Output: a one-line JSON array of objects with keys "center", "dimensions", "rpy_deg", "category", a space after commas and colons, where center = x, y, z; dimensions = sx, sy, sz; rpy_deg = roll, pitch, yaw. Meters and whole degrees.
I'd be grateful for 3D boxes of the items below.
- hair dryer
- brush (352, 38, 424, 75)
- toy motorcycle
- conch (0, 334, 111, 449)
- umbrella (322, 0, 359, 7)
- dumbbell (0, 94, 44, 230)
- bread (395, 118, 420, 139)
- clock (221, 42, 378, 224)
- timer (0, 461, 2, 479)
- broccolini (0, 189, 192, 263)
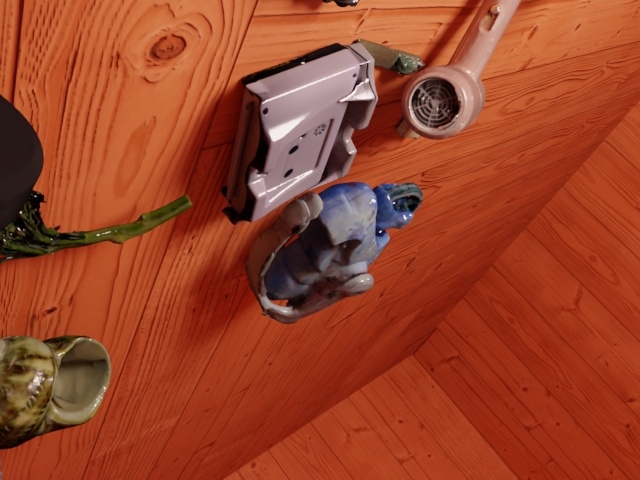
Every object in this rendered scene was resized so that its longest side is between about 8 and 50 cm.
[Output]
[{"center": [0.238, -0.312, 0.994], "dimensions": [0.344, 0.106, 0.189], "rpy_deg": [-64, 169, 21], "category": "hair dryer"}, {"center": [0.099, -0.252, 0.967], "dimensions": [0.190, 0.027, 0.034], "rpy_deg": [-8, 141, -56], "category": "brush"}, {"center": [0.013, 0.019, 1.121], "dimensions": [0.319, 0.182, 0.241], "rpy_deg": [-46, 176, 33], "category": "toy motorcycle"}, {"center": [-0.377, 0.183, 0.895], "dimensions": [0.181, 0.124, 0.187], "rpy_deg": [94, 23, -51], "category": "conch"}, {"center": [-0.002, -0.275, 0.714], "dimensions": [0.037, 0.040, 0.144], "rpy_deg": [-40, 162, 25], "category": "umbrella"}, {"center": [-0.321, -0.012, 0.515], "dimensions": [0.152, 0.152, 0.218], "rpy_deg": [-11, 146, -55], "category": "dumbbell"}, {"center": [0.193, -0.236, 1.177], "dimensions": [0.068, 0.028, 0.154], "rpy_deg": [-11, 146, -54], "category": "bread"}, {"center": [-0.033, -0.130, 0.904], "dimensions": [0.186, 0.083, 0.253], "rpy_deg": [-28, 157, -30], "category": "clock"}, {"center": [-0.562, 0.371, 0.941], "dimensions": [0.237, 0.087, 0.262], "rpy_deg": [-40, 172, -25], "category": "timer"}, {"center": [-0.252, -0.033, 0.736], "dimensions": [0.271, 0.062, 0.123], "rpy_deg": [-16, 165, -39], "category": "broccolini"}]
